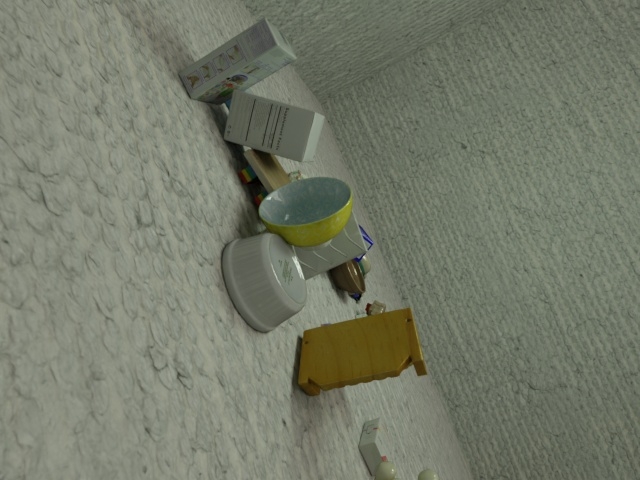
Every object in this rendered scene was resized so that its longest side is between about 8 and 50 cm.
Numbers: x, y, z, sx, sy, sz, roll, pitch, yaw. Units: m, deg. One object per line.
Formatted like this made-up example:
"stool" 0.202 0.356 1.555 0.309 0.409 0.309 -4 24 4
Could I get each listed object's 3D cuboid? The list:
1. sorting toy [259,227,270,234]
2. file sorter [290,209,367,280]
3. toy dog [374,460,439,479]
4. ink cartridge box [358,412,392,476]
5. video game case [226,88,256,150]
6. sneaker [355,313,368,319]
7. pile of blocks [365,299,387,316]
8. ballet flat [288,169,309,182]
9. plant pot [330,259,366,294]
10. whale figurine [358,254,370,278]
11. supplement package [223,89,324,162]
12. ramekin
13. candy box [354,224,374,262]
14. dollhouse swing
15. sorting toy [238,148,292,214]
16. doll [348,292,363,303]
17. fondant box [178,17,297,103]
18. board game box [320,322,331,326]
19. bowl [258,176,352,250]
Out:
"sorting toy" -0.169 0.007 1.407 0.083 0.044 0.075 -88 157 -60
"file sorter" -0.014 -0.009 1.515 0.173 0.277 0.193 31 37 -58
"toy dog" 0.197 0.789 1.115 0.408 0.284 0.396 52 57 -46
"ink cartridge box" 0.200 0.718 1.520 0.115 0.067 0.198 66 16 -1
"video game case" -0.272 -0.486 1.767 0.270 0.061 0.244 60 15 -20
"sneaker" 0.211 0.416 2.038 0.054 0.061 0.152 48 25 -54
"pile of blocks" 0.272 0.409 2.219 0.112 0.149 0.362 25 -15 23
"ballet flat" -0.076 -0.268 2.077 0.241 0.077 0.091 36 32 -63
"plant pot" 0.118 0.156 2.021 0.237 0.109 0.237 56 18 -29
"whale figurine" 0.166 0.118 2.270 0.216 0.141 0.272 63 -10 4
"supplement package" -0.157 -0.396 1.501 0.177 0.292 0.175 -45 152 -75
"ramekin" -0.141 0.102 1.180 0.273 0.127 0.273 57 17 -28
"candy box" 0.083 -0.063 1.934 0.268 0.122 0.317 38 10 -12
"dollhouse swing" 0.150 0.408 1.322 0.315 0.346 0.305 -86 159 -61
"sorting toy" -0.179 -0.193 1.545 0.257 0.089 0.255 57 16 -2
"doll" 0.190 0.261 2.216 0.189 0.046 0.129 41 49 -62
"fondant box" -0.264 -0.576 1.410 0.096 0.330 0.238 62 15 -7
"board game box" 0.056 0.373 1.621 0.168 0.033 0.133 22 46 -69
"bowl" -0.032 -0.063 1.328 0.289 0.289 0.156 -92 170 -55
